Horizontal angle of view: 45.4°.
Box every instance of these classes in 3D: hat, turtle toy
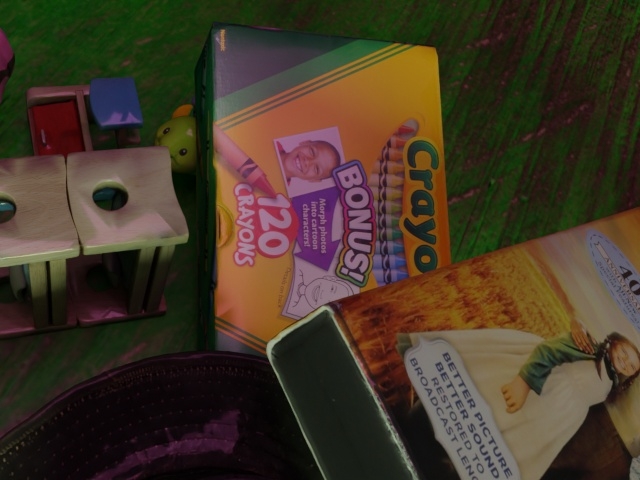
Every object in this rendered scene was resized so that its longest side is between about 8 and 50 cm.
[{"bbox_3d":[-0.044,0.216,0.366,0.331,0.134,0.331,4,78,-20],"label":"hat"},{"bbox_3d":[-0.075,-0.087,0.610,0.130,0.066,0.095,-33,76,-31],"label":"turtle toy"}]

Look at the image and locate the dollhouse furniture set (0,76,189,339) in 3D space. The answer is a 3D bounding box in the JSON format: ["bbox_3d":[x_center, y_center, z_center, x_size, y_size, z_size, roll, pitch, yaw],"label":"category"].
[{"bbox_3d":[-0.179,-0.047,0.514,0.129,0.129,0.184,-8,66,-22],"label":"dollhouse furniture set"}]

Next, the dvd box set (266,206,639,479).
[{"bbox_3d":[0.194,0.140,0.483,0.420,0.062,0.308,-11,70,-46],"label":"dvd box set"}]

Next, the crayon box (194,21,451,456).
[{"bbox_3d":[0.000,0.000,0.533,0.165,0.081,0.278,1,79,-18],"label":"crayon box"}]

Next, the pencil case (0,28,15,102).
[{"bbox_3d":[-0.288,-0.066,0.517,0.098,0.095,0.209,5,56,8],"label":"pencil case"}]
